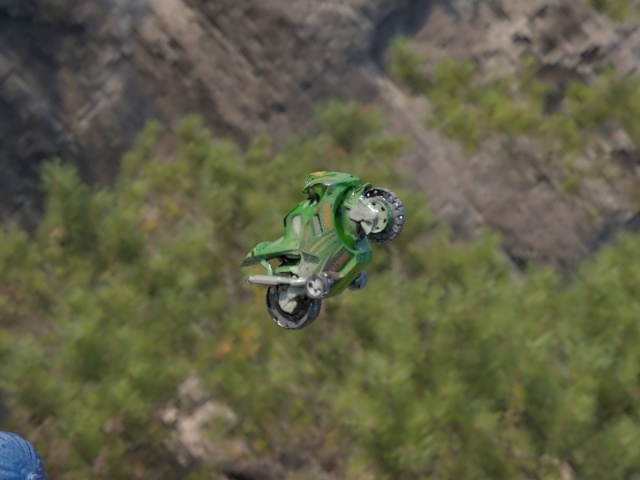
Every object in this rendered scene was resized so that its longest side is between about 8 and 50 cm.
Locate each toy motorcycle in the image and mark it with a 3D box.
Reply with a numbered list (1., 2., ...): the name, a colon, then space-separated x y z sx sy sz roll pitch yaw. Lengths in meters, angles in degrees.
1. toy motorcycle: 0.000 0.000 1.541 0.074 0.190 0.106 -12 61 -53

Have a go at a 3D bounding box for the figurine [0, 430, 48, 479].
1. figurine: -0.241 0.150 1.028 0.149 0.087 0.086 15 13 16
